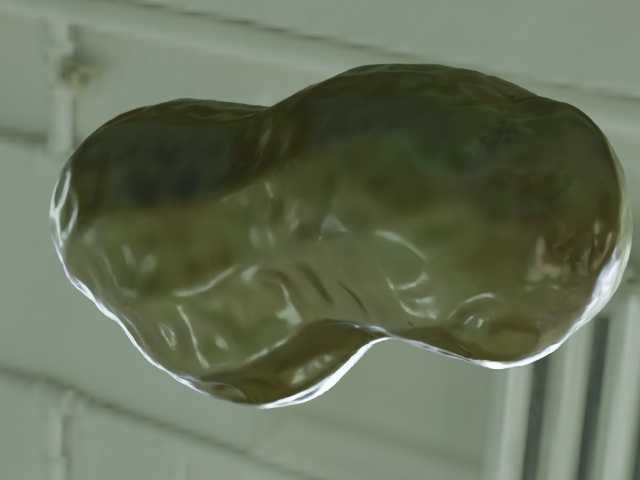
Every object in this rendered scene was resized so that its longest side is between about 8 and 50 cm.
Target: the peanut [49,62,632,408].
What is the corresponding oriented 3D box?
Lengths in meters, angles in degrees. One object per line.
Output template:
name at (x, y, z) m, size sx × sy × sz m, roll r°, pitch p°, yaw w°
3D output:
peanut at (0.000, 0.000, 0.717) m, size 0.111 × 0.125 × 0.274 m, roll 8°, pitch 172°, yaw -41°
